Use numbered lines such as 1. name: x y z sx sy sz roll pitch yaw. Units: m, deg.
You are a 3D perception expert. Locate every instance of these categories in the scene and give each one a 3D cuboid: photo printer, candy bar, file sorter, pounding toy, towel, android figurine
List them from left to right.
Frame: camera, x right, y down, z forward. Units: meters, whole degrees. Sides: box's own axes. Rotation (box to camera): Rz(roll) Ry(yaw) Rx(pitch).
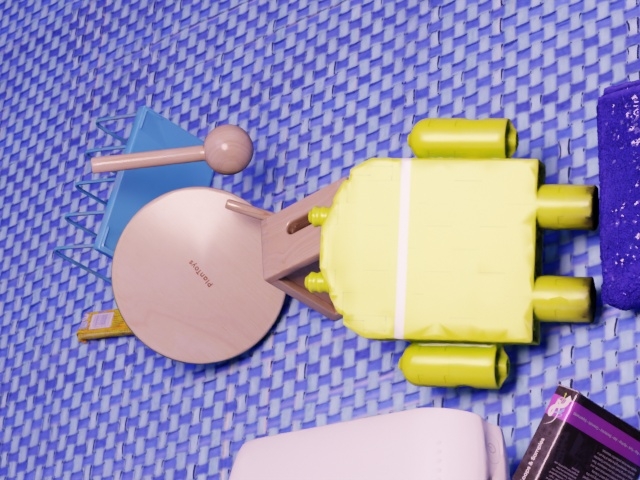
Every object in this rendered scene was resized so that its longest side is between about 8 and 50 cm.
1. candy bar: -0.213 0.090 2.093 0.161 0.018 0.040 -8 57 41
2. file sorter: -0.208 -0.044 2.096 0.104 0.118 0.170 -3 64 45
3. pounding toy: -0.127 0.007 1.985 0.183 0.110 0.237 -13 92 4
4. pounding toy: 0.000 0.000 1.862 0.141 0.130 0.100 -27 50 30
5. photo printer: 0.032 0.279 1.654 0.307 0.107 0.256 -15 52 45
6. android figurine: 0.115 0.010 1.719 0.272 0.056 0.248 -1 84 18
7. towel: 0.363 -0.078 1.593 0.308 0.076 0.228 -21 52 39

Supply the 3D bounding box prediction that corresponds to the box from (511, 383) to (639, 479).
1. box: 0.200 0.213 1.556 0.029 0.116 0.162 19 80 49
